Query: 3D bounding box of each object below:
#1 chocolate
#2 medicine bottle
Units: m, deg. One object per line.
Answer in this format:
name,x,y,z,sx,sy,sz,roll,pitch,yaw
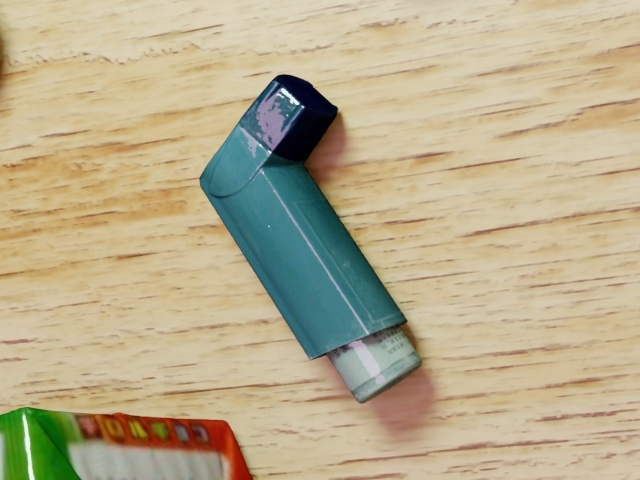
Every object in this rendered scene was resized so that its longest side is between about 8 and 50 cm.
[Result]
chocolate,-0.260,0.246,1.266,0.360,0.341,0.161,-16,76,23
medicine bottle,0.000,0.000,1.281,0.124,0.079,0.258,-34,80,20
